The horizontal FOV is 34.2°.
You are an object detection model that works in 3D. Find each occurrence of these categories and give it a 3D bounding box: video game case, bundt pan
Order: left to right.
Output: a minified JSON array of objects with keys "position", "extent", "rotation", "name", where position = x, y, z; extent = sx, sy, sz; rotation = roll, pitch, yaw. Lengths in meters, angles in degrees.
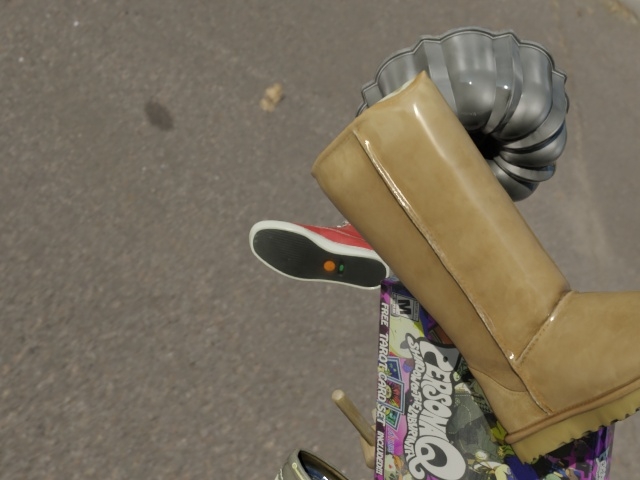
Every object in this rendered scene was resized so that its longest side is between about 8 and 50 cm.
[{"position":[0.218,-0.153,1.550],"extent":[0.331,0.331,0.124],"rotation":[29,39,-31],"name":"bundt pan"},{"position":[0.138,0.160,0.863],"extent":[0.042,0.210,0.232],"rotation":[-19,117,-46],"name":"video game case"}]

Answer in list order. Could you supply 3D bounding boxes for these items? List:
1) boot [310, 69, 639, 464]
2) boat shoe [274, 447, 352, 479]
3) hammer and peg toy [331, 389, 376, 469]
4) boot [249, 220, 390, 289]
[{"position":[0.132,-0.001,0.702],"extent":[0.089,0.236,0.269],"rotation":[-23,76,-48],"name":"boot"},{"position":[0.055,0.482,1.836],"extent":[0.305,0.091,0.109],"rotation":[33,33,15],"name":"boat shoe"},{"position":[0.196,0.275,1.618],"extent":[0.266,0.361,0.127],"rotation":[36,31,-51],"name":"hammer and peg toy"},{"position":[0.000,0.000,1.804],"extent":[0.244,0.088,0.176],"rotation":[15,24,-4],"name":"boot"}]
